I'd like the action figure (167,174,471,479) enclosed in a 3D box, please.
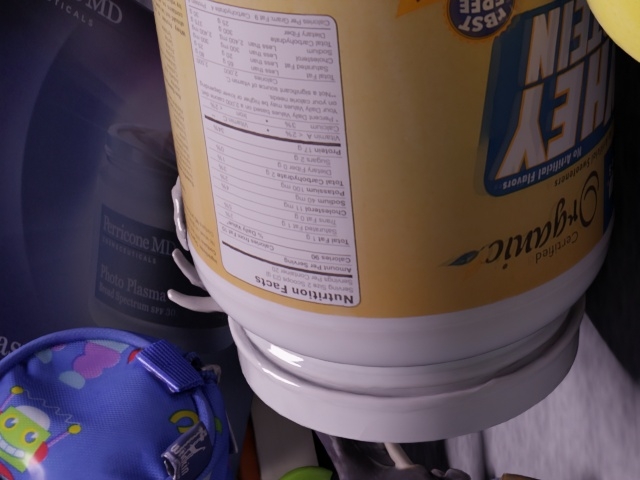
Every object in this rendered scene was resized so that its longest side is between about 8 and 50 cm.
[{"bbox_3d":[0.000,0.000,0.658,0.164,0.141,0.276,-90,-2,-81],"label":"action figure"}]

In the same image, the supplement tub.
[{"bbox_3d":[0.022,-0.051,0.481,0.144,0.144,0.200,-111,13,-58],"label":"supplement tub"}]

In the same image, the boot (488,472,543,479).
[{"bbox_3d":[0.067,0.175,0.583,0.219,0.082,0.106,88,-159,-61],"label":"boot"}]

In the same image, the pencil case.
[{"bbox_3d":[-0.095,0.166,0.798,0.119,0.133,0.306,48,158,34],"label":"pencil case"}]

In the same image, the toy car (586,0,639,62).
[{"bbox_3d":[0.107,0.001,0.332,0.239,0.053,0.225,-131,41,-73],"label":"toy car"}]

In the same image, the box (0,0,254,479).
[{"bbox_3d":[-0.184,0.000,0.924,0.182,0.296,0.294,-6,65,42],"label":"box"}]

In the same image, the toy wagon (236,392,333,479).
[{"bbox_3d":[-0.032,0.265,1.028,0.267,0.068,0.344,176,93,-79],"label":"toy wagon"}]
